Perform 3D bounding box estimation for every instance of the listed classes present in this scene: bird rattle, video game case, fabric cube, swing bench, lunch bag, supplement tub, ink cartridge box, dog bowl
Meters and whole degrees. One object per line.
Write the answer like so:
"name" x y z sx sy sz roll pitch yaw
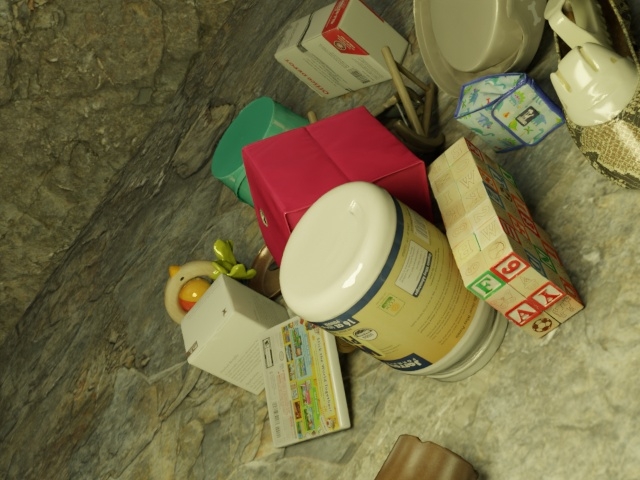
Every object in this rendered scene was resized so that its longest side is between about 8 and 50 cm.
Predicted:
"bird rattle" -0.246 0.124 1.820 0.143 0.207 0.253 -119 32 -55
"video game case" -0.036 0.256 1.521 0.206 0.026 0.226 -30 63 45
"fabric cube" 0.035 -0.049 1.463 0.259 0.254 0.258 -20 36 -10
"swing bench" 0.114 -0.216 1.713 0.253 0.165 0.254 -35 42 33
"lunch bag" 0.334 -0.227 1.425 0.151 0.129 0.096 -15 51 47
"supplement tub" 0.120 0.074 1.264 0.228 0.316 0.228 -35 38 33
"ink cartridge box" 0.047 -0.469 2.010 0.273 0.197 0.114 -6 56 53
"dog bowl" 0.299 -0.449 1.548 0.349 0.102 0.348 170 90 -71

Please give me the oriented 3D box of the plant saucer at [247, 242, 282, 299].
"plant saucer" -0.093 0.057 1.879 0.199 0.036 0.198 -37 35 32

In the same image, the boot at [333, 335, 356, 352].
"boot" 0.033 0.128 1.586 0.165 0.077 0.213 -16 44 48

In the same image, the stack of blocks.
"stack of blocks" 0.277 -0.012 1.263 0.087 0.171 0.297 -42 33 25

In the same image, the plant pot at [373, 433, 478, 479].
"plant pot" 0.132 0.372 1.136 0.167 0.167 0.165 -3 52 55

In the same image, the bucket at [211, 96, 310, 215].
"bucket" -0.128 -0.209 2.034 0.281 0.183 0.281 -36 36 32

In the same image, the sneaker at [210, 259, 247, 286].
"sneaker" -0.227 0.095 1.988 0.083 0.087 0.221 -53 30 6

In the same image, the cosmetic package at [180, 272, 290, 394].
"cosmetic package" -0.170 0.197 1.710 0.151 0.184 0.151 -49 31 14

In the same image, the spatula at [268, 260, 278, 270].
"spatula" 0.000 0.000 1.739 0.296 0.084 0.030 -27 80 30

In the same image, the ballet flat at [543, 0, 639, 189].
"ballet flat" 0.428 -0.288 1.291 0.164 0.182 0.482 -33 38 34
